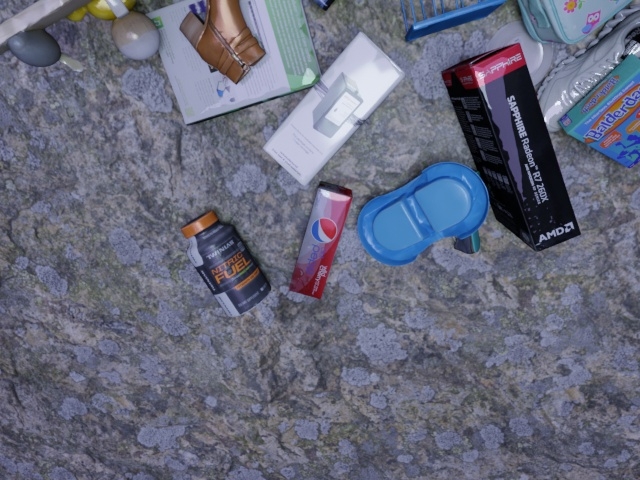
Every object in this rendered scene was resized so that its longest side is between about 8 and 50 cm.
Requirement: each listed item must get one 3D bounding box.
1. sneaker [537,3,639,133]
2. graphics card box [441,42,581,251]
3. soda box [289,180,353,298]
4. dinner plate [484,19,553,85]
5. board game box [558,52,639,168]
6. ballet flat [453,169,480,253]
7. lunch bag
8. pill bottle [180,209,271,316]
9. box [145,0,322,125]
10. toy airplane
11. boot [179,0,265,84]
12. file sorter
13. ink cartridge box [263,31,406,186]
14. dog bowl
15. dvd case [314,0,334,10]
[{"bbox_3d":[0.552,-0.338,0.821,0.110,0.118,0.292,37,109,-11],"label":"sneaker"},{"bbox_3d":[0.368,-0.184,0.825,0.094,0.233,0.371,-23,105,10],"label":"graphics card box"},{"bbox_3d":[0.000,0.000,0.987,0.083,0.092,0.264,16,109,-3],"label":"soda box"},{"bbox_3d":[0.415,-0.383,0.867,0.141,0.017,0.141,1,108,3],"label":"dinner plate"},{"bbox_3d":[0.613,-0.245,0.820,0.210,0.047,0.160,17,136,-22],"label":"board game box"},{"bbox_3d":[0.328,-0.063,0.958,0.074,0.074,0.203,-7,113,6],"label":"ballet flat"},{"bbox_3d":[0.442,-0.512,0.733,0.224,0.108,0.279,-39,120,8],"label":"lunch bag"},{"bbox_3d":[-0.233,0.051,1.001,0.130,0.130,0.246,-27,105,12],"label":"pill bottle"},{"bbox_3d":[-0.175,-0.404,0.880,0.321,0.058,0.233,-13,107,10],"label":"box"},{"bbox_3d":[-0.367,-0.434,0.711,0.385,0.385,0.273,1,145,23],"label":"toy airplane"},{"bbox_3d":[-0.162,-0.422,0.807,0.152,0.073,0.197,44,118,-9],"label":"boot"},{"bbox_3d":[0.244,-0.471,0.797,0.170,0.118,0.105,-14,104,9],"label":"file sorter"},{"bbox_3d":[0.027,-0.260,0.839,0.114,0.198,0.273,42,106,-9],"label":"ink cartridge box"},{"bbox_3d":[0.224,-0.060,0.918,0.297,0.074,0.166,-30,92,32],"label":"dog bowl"},{"bbox_3d":[-0.032,-0.594,0.790,0.253,0.022,0.180,38,85,-9],"label":"dvd case"}]
